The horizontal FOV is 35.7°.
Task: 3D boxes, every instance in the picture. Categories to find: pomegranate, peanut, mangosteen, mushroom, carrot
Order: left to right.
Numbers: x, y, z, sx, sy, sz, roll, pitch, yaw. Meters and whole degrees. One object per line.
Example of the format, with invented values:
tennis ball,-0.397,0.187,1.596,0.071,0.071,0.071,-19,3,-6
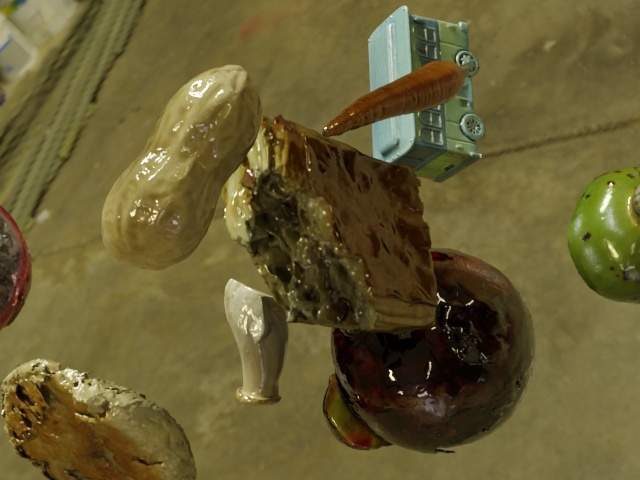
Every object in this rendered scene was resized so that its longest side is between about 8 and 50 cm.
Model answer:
peanut,-0.148,-0.077,1.093,0.256,0.123,0.123,-57,34,9
mushroom,-0.110,0.185,1.809,0.108,0.247,0.096,-13,18,-26
carrot,0.116,-0.212,1.488,0.336,0.069,0.069,-26,21,-38
mangosteen,0.175,0.204,1.818,0.421,0.381,0.381,-19,42,39
pomegranate,0.434,-0.020,1.336,0.202,0.248,0.202,0,68,-1

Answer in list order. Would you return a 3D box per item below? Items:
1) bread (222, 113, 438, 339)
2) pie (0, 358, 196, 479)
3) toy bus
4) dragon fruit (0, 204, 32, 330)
bread,0.000,0.000,1.525,0.191,0.370,0.314,-23,65,42
pie,-0.264,0.240,1.187,0.274,0.274,0.055,-12,35,37
toy bus,0.205,-0.288,1.984,0.152,0.190,0.312,-33,53,57
dragon fruit,-0.556,0.060,1.351,0.189,0.291,0.290,-38,30,45
